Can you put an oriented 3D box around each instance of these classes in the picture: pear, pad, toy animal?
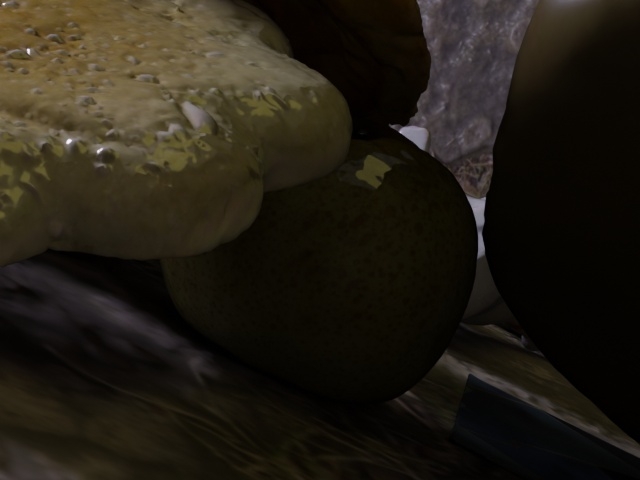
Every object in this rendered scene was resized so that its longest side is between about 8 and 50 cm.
[{"bbox_3d":[0.000,0.000,0.813,0.167,0.136,0.167,21,11,-4],"label":"pear"},{"bbox_3d":[0.155,0.132,0.949,0.164,0.004,0.243,26,7,5],"label":"pad"},{"bbox_3d":[0.125,0.005,1.267,0.140,0.138,0.282,23,4,24],"label":"toy animal"}]

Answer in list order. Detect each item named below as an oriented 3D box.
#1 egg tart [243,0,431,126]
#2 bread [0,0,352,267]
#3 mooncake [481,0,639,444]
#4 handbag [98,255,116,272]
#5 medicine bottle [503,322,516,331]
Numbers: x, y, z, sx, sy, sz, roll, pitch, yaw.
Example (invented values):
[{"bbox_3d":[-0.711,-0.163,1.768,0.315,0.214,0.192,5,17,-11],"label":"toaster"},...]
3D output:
[{"bbox_3d":[-0.043,-0.147,0.850,0.241,0.106,0.241,21,-25,11],"label":"egg tart"},{"bbox_3d":[-0.144,-0.072,0.690,0.316,0.054,0.316,7,27,-4],"label":"bread"},{"bbox_3d":[0.314,-0.039,0.764,0.467,0.262,0.467,22,-32,15],"label":"mooncake"},{"bbox_3d":[-0.142,-0.065,0.915,0.127,0.063,0.190,63,-6,-18],"label":"handbag"},{"bbox_3d":[0.201,0.067,1.428,0.208,0.053,0.090,26,3,6],"label":"medicine bottle"}]
